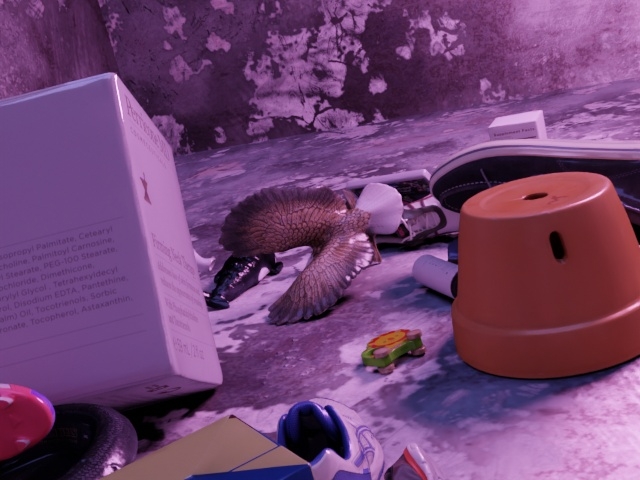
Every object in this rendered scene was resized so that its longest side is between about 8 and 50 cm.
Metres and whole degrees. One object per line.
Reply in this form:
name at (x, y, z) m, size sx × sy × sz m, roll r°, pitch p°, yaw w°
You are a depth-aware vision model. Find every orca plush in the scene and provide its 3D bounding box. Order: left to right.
orca plush at (-0.178, 0.041, 1.763) m, size 0.151 × 0.102 × 0.287 m, roll -4°, pitch 19°, yaw 34°

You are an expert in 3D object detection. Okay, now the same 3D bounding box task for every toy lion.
toy lion at (0.099, 0.155, 1.249) m, size 0.100 × 0.034 × 0.096 m, roll -24°, pitch 11°, yaw -31°

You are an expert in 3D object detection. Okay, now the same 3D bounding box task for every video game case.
video game case at (0.178, -0.090, 1.824) m, size 0.190 × 0.173 × 0.022 m, roll -6°, pitch 60°, yaw 35°

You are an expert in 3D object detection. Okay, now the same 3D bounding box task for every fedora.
fedora at (-0.327, 0.303, 0.863) m, size 0.334 × 0.152 × 0.334 m, roll -17°, pitch 16°, yaw 5°

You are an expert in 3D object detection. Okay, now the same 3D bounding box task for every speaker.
speaker at (0.207, 0.060, 1.435) m, size 0.055 × 0.055 × 0.136 m, roll -19°, pitch 16°, yaw -18°

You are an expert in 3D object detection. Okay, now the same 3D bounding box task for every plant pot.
plant pot at (0.308, 0.031, 1.171) m, size 0.291 × 0.203 × 0.291 m, roll -13°, pitch 14°, yaw 3°

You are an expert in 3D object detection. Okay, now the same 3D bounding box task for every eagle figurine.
eagle figurine at (-0.002, 0.010, 1.579) m, size 0.226 × 0.225 × 0.298 m, roll 12°, pitch 18°, yaw 38°

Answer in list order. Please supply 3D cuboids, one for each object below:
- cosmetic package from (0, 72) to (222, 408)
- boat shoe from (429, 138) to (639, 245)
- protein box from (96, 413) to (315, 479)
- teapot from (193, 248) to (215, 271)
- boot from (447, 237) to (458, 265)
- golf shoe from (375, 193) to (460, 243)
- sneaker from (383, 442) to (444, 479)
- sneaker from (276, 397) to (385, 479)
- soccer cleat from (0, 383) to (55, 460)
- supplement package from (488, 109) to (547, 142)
cosmetic package at (-0.355, 0.041, 1.179) m, size 0.327 × 0.393 × 0.329 m, roll -14°, pitch -12°, yaw 1°
boat shoe at (0.374, -0.061, 1.364) m, size 0.500 × 0.156 × 0.187 m, roll 5°, pitch -15°, yaw 44°
protein box at (-0.097, 0.278, 0.650) m, size 0.200 × 0.201 × 0.136 m, roll -22°, pitch 17°, yaw -27°
teapot at (-0.393, 0.066, 1.733) m, size 0.256 × 0.187 × 0.252 m, roll -42°, pitch -23°, yaw 31°
boot at (0.277, -0.004, 1.555) m, size 0.106 × 0.082 × 0.219 m, roll -9°, pitch 18°, yaw 8°
golf shoe at (0.212, -0.038, 1.716) m, size 0.273 × 0.105 × 0.120 m, roll -15°, pitch 17°, yaw 42°
sneaker at (0.097, 0.263, 0.844) m, size 0.065 × 0.061 × 0.158 m, roll -40°, pitch 13°, yaw 6°
sneaker at (0.008, 0.216, 0.919) m, size 0.112 × 0.131 × 0.296 m, roll -17°, pitch 14°, yaw -2°
soccer cleat at (-0.379, 0.189, 0.883) m, size 0.248 × 0.083 × 0.095 m, roll -17°, pitch 12°, yaw 11°
supplement package at (0.432, -0.175, 1.834) m, size 0.105 × 0.179 × 0.105 m, roll -7°, pitch 16°, yaw 24°
